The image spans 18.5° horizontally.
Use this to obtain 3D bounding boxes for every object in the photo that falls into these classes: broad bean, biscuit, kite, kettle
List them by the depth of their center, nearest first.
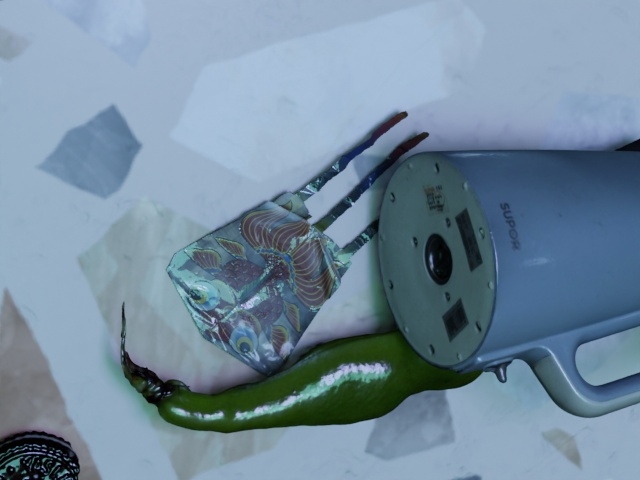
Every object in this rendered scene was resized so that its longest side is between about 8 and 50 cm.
[{"bbox_3d":[-0.217,0.186,1.451,0.087,0.027,0.089,-18,108,-14],"label":"biscuit"},{"bbox_3d":[0.193,0.027,1.474,0.243,0.160,0.210,-6,72,-28],"label":"kettle"},{"bbox_3d":[0.002,0.098,1.488,0.318,0.056,0.098,1,112,-23],"label":"broad bean"},{"bbox_3d":[-0.001,-0.001,1.491,0.229,0.016,0.127,-38,116,-4],"label":"kite"}]
